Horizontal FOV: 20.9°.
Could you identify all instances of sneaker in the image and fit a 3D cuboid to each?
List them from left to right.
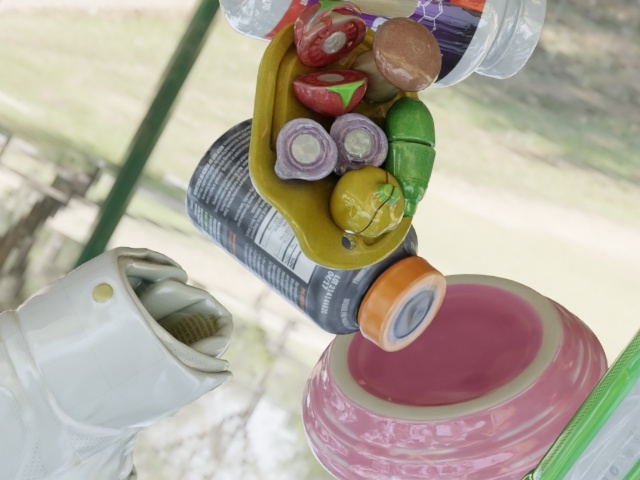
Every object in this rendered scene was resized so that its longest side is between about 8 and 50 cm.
[{"bbox_3d":[-0.113,0.100,0.960,0.108,0.169,0.292,62,179,21],"label":"sneaker"}]

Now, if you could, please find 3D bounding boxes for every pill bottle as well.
[{"bbox_3d":[0.000,0.000,1.594,0.245,0.130,0.130,38,-179,28],"label":"pill bottle"},{"bbox_3d":[0.068,-0.267,1.808,0.323,0.182,0.181,12,-177,-24],"label":"pill bottle"}]

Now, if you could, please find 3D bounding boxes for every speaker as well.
[{"bbox_3d":[0.220,0.126,1.085,0.131,0.131,0.296,28,132,1],"label":"speaker"}]

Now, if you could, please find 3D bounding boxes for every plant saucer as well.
[{"bbox_3d":[0.137,0.139,1.838,0.332,0.332,0.084,25,138,44],"label":"plant saucer"}]

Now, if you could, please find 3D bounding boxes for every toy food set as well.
[{"bbox_3d":[0.027,-0.093,1.132,0.128,0.218,0.071,14,158,-28],"label":"toy food set"}]
